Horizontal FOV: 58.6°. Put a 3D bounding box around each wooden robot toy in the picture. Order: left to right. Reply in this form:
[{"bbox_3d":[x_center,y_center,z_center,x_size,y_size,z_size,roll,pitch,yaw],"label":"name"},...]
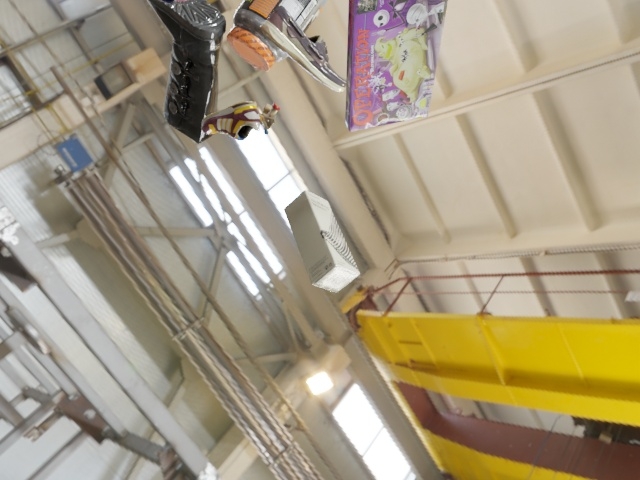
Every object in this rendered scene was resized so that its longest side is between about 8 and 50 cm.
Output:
[{"bbox_3d":[-0.154,-0.330,1.470,0.079,0.076,0.173,27,12,-14],"label":"wooden robot toy"}]

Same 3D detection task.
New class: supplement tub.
[{"bbox_3d":[-0.120,-0.663,1.651,0.193,0.316,0.193,35,-6,4],"label":"supplement tub"}]

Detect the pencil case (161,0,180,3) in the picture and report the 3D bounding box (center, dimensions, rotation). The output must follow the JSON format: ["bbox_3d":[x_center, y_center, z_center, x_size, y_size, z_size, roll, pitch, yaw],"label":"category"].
[{"bbox_3d":[-0.232,-0.689,1.277,0.160,0.386,0.167,18,-33,39],"label":"pencil case"}]

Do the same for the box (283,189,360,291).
[{"bbox_3d":[0.000,0.000,1.568,0.094,0.113,0.275,-40,-127,24],"label":"box"}]

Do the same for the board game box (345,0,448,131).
[{"bbox_3d":[0.160,-0.404,1.261,0.347,0.208,0.056,88,-10,-51],"label":"board game box"}]

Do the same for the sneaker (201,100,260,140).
[{"bbox_3d":[-0.229,-0.285,1.438,0.185,0.069,0.084,-15,-93,38],"label":"sneaker"}]

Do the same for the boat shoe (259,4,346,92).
[{"bbox_3d":[-0.025,-0.496,1.493,0.285,0.092,0.103,32,15,-29],"label":"boat shoe"}]

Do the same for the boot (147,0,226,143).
[{"bbox_3d":[-0.451,-0.580,1.812,0.367,0.146,0.445,50,-31,20],"label":"boot"}]
